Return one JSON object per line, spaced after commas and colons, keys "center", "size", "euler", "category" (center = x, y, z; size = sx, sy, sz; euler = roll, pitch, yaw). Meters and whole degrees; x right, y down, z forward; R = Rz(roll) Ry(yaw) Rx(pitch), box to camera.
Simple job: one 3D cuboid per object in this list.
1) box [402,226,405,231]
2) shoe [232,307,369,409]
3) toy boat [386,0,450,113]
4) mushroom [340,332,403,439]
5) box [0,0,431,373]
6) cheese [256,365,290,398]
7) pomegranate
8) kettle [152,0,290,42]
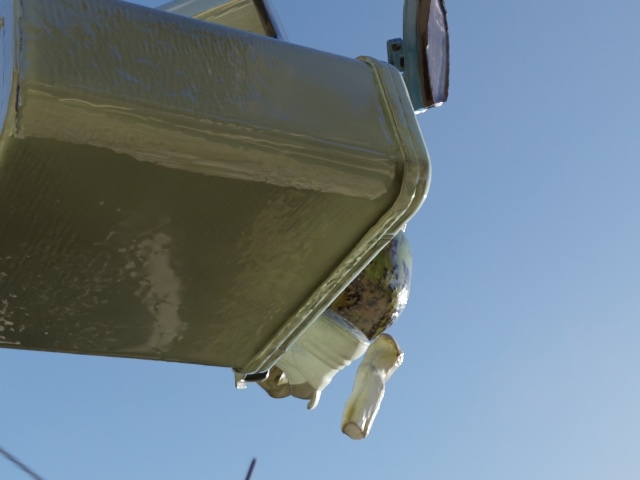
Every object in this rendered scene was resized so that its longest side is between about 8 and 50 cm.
{"center": [0.000, 0.000, 1.781], "size": [0.339, 0.229, 0.239], "euler": [14, -63, 5], "category": "box"}
{"center": [-0.093, 0.123, 1.147], "size": [0.316, 0.159, 0.124], "euler": [26, 0, 27], "category": "shoe"}
{"center": [0.161, -0.326, 1.399], "size": [0.097, 0.100, 0.223], "euler": [6, -71, 35], "category": "toy boat"}
{"center": [0.076, 0.214, 1.221], "size": [0.054, 0.202, 0.059], "euler": [-34, -77, 37], "category": "mushroom"}
{"center": [-0.141, -0.031, 0.749], "size": [0.343, 0.177, 0.352], "euler": [8, -39, -32], "category": "box"}
{"center": [-0.149, 0.279, 1.927], "size": [0.175, 0.091, 0.202], "euler": [41, -4, 39], "category": "cheese"}
{"center": [0.007, 0.039, 1.474], "size": [0.285, 0.285, 0.341], "euler": [-10, -39, 28], "category": "pomegranate"}
{"center": [-0.222, -0.228, 1.265], "size": [0.376, 0.361, 0.250], "euler": [-23, -64, 5], "category": "kettle"}
